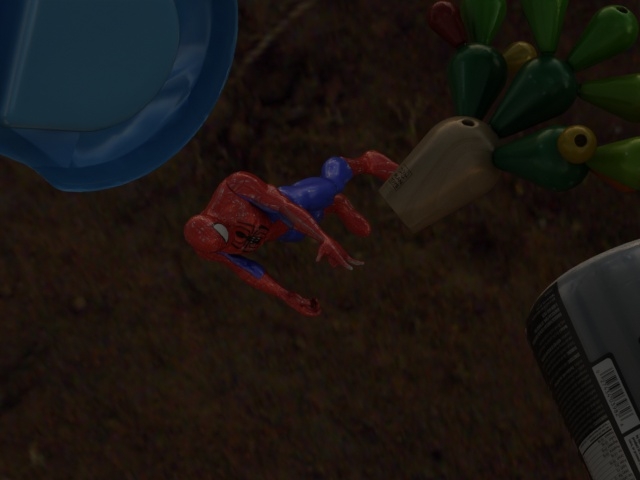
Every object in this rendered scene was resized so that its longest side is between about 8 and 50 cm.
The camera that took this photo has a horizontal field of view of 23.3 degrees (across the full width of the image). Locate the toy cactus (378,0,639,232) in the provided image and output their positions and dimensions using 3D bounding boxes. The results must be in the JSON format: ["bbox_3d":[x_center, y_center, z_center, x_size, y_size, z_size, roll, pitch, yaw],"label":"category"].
[{"bbox_3d":[0.111,-0.076,0.899,0.180,0.112,0.219,-40,52,4],"label":"toy cactus"}]

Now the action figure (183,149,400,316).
[{"bbox_3d":[0.000,0.000,1.239,0.139,0.280,0.091,44,116,20],"label":"action figure"}]

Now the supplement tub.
[{"bbox_3d":[0.318,0.167,1.333,0.194,0.193,0.316,-21,66,-2],"label":"supplement tub"}]

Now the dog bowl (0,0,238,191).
[{"bbox_3d":[-0.186,-0.117,0.821,0.297,0.166,0.074,1,24,-38],"label":"dog bowl"}]
